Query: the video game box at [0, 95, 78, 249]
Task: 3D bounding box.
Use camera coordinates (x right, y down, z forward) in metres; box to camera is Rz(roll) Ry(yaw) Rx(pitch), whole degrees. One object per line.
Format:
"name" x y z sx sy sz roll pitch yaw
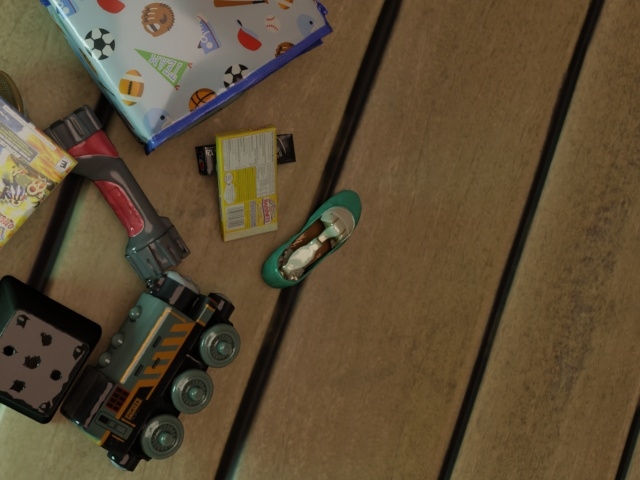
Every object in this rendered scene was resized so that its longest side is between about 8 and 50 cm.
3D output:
"video game box" -0.508 -0.117 1.350 0.205 0.048 0.187 42 83 -20

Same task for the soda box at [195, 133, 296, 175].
"soda box" -0.132 -0.153 1.588 0.168 0.060 0.053 -12 99 -21

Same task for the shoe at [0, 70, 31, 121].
"shoe" -0.504 -0.165 1.445 0.076 0.058 0.219 -11 91 -2

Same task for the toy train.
"toy train" -0.275 0.212 1.476 0.190 0.142 0.334 40 76 -34

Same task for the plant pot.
"plant pot" -0.458 0.181 1.405 0.187 0.167 0.188 33 78 -20

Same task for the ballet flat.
"ballet flat" 0.000 0.000 1.630 0.247 0.087 0.083 -43 105 -16

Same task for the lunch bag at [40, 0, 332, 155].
"lunch bag" -0.211 -0.375 1.462 0.385 0.239 0.328 -37 102 -10

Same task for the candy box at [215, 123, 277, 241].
"candy box" -0.127 -0.099 1.560 0.105 0.027 0.206 -14 125 -23

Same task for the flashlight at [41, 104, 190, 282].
"flashlight" -0.347 -0.072 1.486 0.304 0.103 0.103 61 31 -16
